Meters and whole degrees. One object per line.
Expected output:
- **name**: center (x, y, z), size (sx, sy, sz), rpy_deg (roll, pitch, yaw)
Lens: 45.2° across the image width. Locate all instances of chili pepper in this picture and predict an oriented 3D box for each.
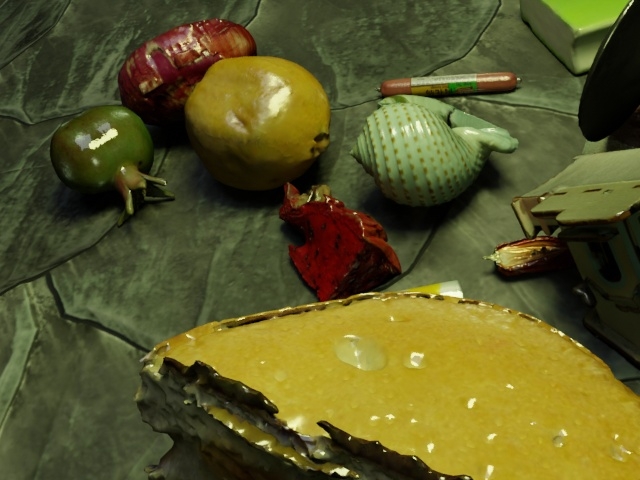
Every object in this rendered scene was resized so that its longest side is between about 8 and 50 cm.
- **chili pepper**: center (0.278, 0.014, 0.899), size (0.178, 0.027, 0.045), rpy_deg (-11, 48, 7)

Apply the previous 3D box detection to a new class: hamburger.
- **hamburger**: center (0.103, 0.195, 0.603), size (0.445, 0.268, 0.287), rpy_deg (16, 29, 27)

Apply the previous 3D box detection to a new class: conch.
- **conch**: center (0.139, -0.108, 0.993), size (0.200, 0.131, 0.172), rpy_deg (16, 18, -5)

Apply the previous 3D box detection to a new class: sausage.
- **sausage**: center (0.193, -0.238, 1.177), size (0.223, 0.029, 0.029), rpy_deg (-1, 46, 16)

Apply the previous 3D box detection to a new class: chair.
- **chair**: center (0.496, -0.112, 0.778), size (0.226, 0.226, 0.401), rpy_deg (-40, 58, -22)

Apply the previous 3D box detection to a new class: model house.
- **model house**: center (0.348, 0.038, 0.736), size (0.169, 0.244, 0.326), rpy_deg (-33, 12, -18)

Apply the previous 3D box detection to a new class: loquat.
- **loquat**: center (-0.091, -0.169, 1.085), size (0.234, 0.176, 0.187), rpy_deg (17, 61, 25)

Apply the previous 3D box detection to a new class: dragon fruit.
- **dragon fruit**: center (0.016, -0.002, 0.983), size (0.092, 0.122, 0.192), rpy_deg (3, 23, -41)

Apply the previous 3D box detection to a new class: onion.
- **onion**: center (-0.198, -0.239, 1.208), size (0.230, 0.163, 0.230), rpy_deg (-22, 3, 1)

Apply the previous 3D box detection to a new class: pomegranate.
- **pomegranate**: center (-0.303, -0.112, 1.142), size (0.191, 0.131, 0.152), rpy_deg (41, 59, 17)

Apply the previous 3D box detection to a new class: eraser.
- **eraser**: center (0.477, -0.375, 1.190), size (0.274, 0.092, 0.210), rpy_deg (-19, 43, -1)

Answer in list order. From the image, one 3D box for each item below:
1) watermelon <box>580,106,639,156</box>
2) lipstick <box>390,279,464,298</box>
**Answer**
- **watermelon**: center (0.423, -0.169, 1.013), size (0.154, 0.094, 0.241), rpy_deg (33, 63, 28)
- **lipstick**: center (0.032, 0.097, 0.867), size (0.264, 0.059, 0.059), rpy_deg (-12, 44, 6)
